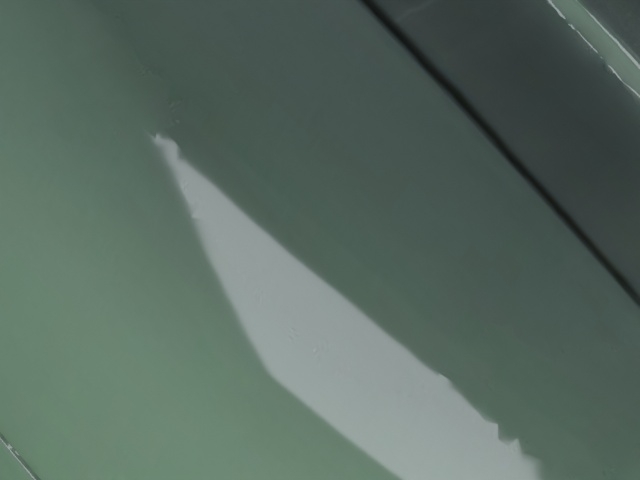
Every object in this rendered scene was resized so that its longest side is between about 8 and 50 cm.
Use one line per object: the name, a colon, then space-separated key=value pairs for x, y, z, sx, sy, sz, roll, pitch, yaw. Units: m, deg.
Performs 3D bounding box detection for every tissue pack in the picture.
tissue pack: x=0.000 y=0.000 z=0.496 sx=0.333 sy=0.229 sz=0.236 roll=47 pitch=139 yaw=11
